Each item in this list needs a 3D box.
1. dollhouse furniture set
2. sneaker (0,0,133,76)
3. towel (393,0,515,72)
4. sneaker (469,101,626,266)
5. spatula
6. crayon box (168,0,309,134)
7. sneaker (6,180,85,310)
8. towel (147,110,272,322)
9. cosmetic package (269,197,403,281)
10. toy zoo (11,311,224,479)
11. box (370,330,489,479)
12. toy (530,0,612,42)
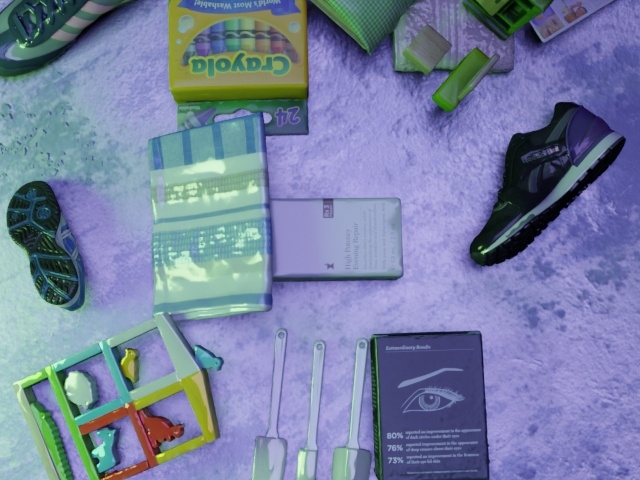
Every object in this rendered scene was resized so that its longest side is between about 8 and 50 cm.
[{"bbox_3d":[0.138,-0.353,1.433,0.301,0.151,0.197,41,81,-3],"label":"dollhouse furniture set"},{"bbox_3d":[-0.368,-0.360,1.496,0.319,0.131,0.112,-37,86,-5],"label":"sneaker"},{"bbox_3d":[0.203,-0.391,1.554,0.187,0.049,0.282,1,83,-1],"label":"towel"},{"bbox_3d":[0.302,-0.085,1.506,0.283,0.107,0.124,-42,71,-9],"label":"sneaker"},{"bbox_3d":[-0.005,0.254,1.487,0.168,0.019,0.242,5,82,5],"label":"spatula"},{"bbox_3d":[-0.120,-0.319,1.521,0.203,0.083,0.323,-2,83,-1],"label":"crayon box"},{"bbox_3d":[-0.391,0.011,1.480,0.080,0.081,0.211,-20,66,-2],"label":"sneaker"},{"bbox_3d":[-0.160,-0.027,1.458,0.209,0.034,0.285,-8,80,31],"label":"towel"},{"bbox_3d":[0.000,0.000,1.483,0.231,0.085,0.117,-2,83,-3],"label":"cosmetic package"},{"bbox_3d":[-0.268,0.228,1.445,0.293,0.030,0.192,-24,84,8],"label":"toy zoo"},{"bbox_3d":[0.150,0.232,1.444,0.153,0.108,0.207,-1,82,-1],"label":"box"},{"bbox_3d":[0.389,-0.410,1.537,0.237,0.056,0.137,-33,85,-15],"label":"toy"}]
